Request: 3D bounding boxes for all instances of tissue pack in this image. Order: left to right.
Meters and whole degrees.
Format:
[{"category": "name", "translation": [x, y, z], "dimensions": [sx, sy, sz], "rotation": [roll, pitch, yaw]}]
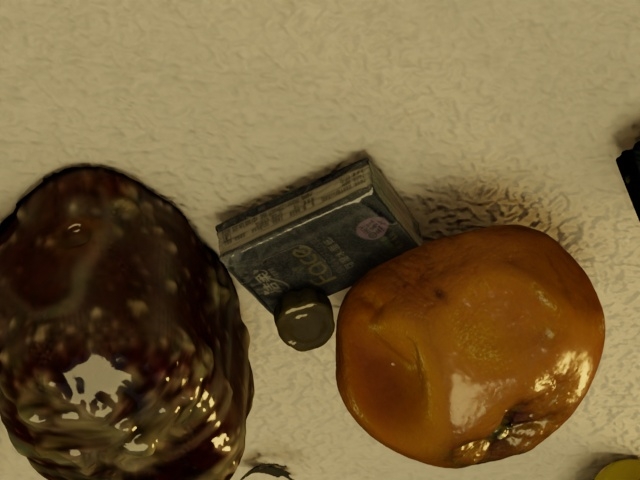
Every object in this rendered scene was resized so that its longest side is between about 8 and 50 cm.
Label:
[{"category": "tissue pack", "translation": [0.000, 0.000, 1.665], "dimensions": [0.156, 0.051, 0.112], "rotation": [-23, 139, 16]}]

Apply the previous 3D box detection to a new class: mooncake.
[{"category": "mooncake", "translation": [-0.027, 0.162, 1.795], "dimensions": [0.150, 0.057, 0.347], "rotation": [17, 142, -16]}]

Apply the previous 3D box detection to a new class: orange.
[{"category": "orange", "translation": [0.142, 0.104, 1.684], "dimensions": [0.249, 0.183, 0.249], "rotation": [-15, 160, -6]}]

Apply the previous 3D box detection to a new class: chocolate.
[{"category": "chocolate", "translation": [-0.179, 0.124, 1.661], "dimensions": [0.225, 0.210, 0.340], "rotation": [-16, 136, 6]}]

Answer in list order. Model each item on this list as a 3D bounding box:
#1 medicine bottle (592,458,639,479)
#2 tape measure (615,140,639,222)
[{"category": "medicine bottle", "translation": [0.310, 0.341, 2.016], "dimensions": [0.121, 0.122, 0.212], "rotation": [8, 135, -15]}, {"category": "tape measure", "translation": [0.364, -0.027, 1.586], "dimensions": [0.186, 0.199, 0.112], "rotation": [-29, 151, 17]}]
